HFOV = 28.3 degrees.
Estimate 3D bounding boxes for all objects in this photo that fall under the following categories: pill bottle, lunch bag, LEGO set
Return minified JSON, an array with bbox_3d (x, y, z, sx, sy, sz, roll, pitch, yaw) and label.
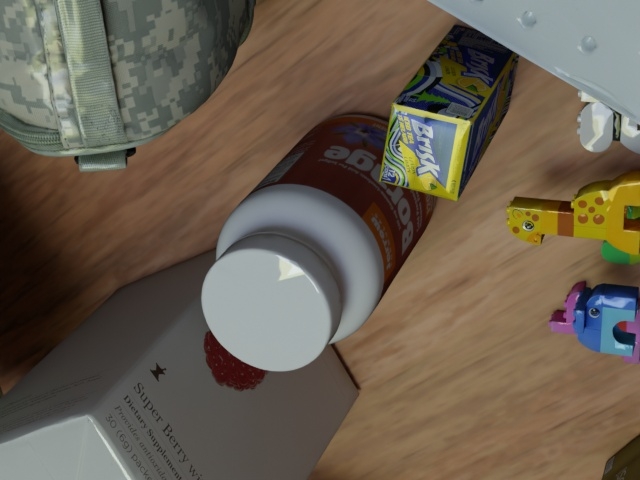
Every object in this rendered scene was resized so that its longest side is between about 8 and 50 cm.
[{"bbox_3d":[0.000,0.000,0.908,0.121,0.216,0.121,9,119,17],"label":"pill bottle"},{"bbox_3d":[-0.153,-0.227,0.791,0.213,0.256,0.305,-8,120,-4],"label":"lunch bag"},{"bbox_3d":[0.185,-0.003,0.911,0.093,0.087,0.227,6,116,19],"label":"LEGO set"}]

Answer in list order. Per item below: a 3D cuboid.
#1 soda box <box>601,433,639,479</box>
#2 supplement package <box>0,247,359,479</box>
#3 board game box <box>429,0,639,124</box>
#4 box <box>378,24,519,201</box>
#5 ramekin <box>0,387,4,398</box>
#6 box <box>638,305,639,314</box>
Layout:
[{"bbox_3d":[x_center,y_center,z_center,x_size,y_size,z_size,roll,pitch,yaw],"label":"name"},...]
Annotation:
[{"bbox_3d":[0.240,0.220,0.946,0.061,0.181,0.058,40,123,-1],"label":"soda box"},{"bbox_3d":[-0.123,0.147,0.987,0.175,0.293,0.177,-23,105,30],"label":"supplement package"},{"bbox_3d":[0.149,-0.286,0.710,0.390,0.050,0.390,34,137,17],"label":"board game box"},{"bbox_3d":[0.091,-0.089,0.855,0.054,0.169,0.059,15,120,14],"label":"box"},{"bbox_3d":[-0.363,0.092,1.057,0.148,0.303,0.303,-20,112,-14],"label":"ramekin"},{"bbox_3d":[0.377,0.052,0.822,0.290,0.087,0.169,21,115,-2],"label":"box"}]
